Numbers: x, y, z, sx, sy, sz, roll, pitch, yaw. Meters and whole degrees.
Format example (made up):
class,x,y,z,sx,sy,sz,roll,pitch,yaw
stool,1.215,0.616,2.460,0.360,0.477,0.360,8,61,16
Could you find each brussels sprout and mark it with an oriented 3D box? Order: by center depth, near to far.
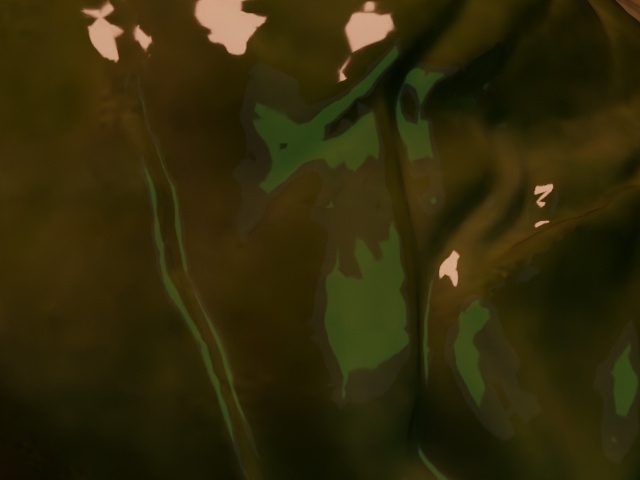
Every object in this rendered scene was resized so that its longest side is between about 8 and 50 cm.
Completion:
class,x,y,z,sx,sy,sz,roll,pitch,yaw
brussels sprout,0.000,0.000,0.592,0.328,0.247,0.328,7,80,-46
